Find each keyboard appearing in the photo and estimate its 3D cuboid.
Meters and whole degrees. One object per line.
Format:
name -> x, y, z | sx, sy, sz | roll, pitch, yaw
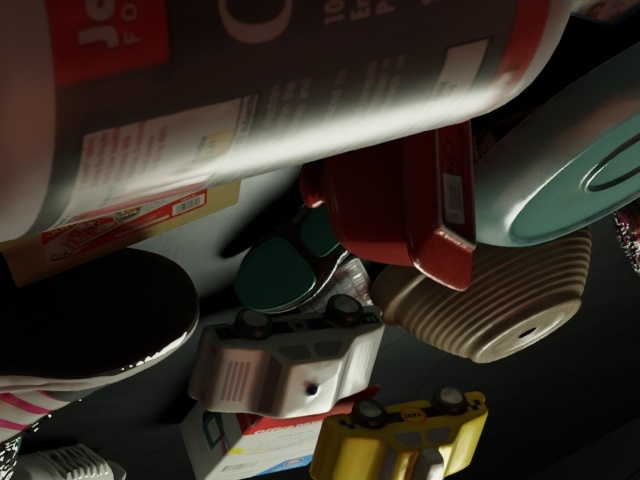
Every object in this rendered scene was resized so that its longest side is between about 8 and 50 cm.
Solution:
keyboard -> 0.022, 0.064, 1.770 | 0.072, 0.014, 0.256 | -26, 163, 2

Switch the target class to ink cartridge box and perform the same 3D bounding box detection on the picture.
ink cartridge box -> -0.044, 0.172, 1.863 | 0.134, 0.078, 0.231 | -8, 157, -27

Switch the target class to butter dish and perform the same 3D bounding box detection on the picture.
butter dish -> 0.042, -0.045, 1.299 | 0.118, 0.159, 0.160 | -6, 169, 18

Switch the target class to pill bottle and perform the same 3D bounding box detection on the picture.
pill bottle -> -0.092, -0.115, 0.732 | 0.363, 0.210, 0.210 | -17, 161, -28

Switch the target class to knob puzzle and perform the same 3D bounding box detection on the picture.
knob puzzle -> -0.136, -0.041, 1.203 | 0.213, 0.030, 0.213 | -23, 163, -7

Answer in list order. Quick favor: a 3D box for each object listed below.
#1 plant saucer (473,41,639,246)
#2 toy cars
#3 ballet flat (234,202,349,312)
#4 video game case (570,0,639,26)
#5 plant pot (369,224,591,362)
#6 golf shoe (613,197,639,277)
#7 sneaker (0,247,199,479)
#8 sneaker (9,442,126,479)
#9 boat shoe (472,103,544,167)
plant saucer -> 0.249, -0.082, 1.477 | 0.318, 0.043, 0.317 | -27, 163, -9
toy cars -> 0.036, 0.167, 1.722 | 0.176, 0.087, 0.394 | -43, 136, 7
ballet flat -> 0.000, 0.000, 1.472 | 0.070, 0.070, 0.188 | -10, 161, -41
video game case -> 0.216, -0.196, 1.268 | 0.119, 0.015, 0.166 | -35, 161, 28
plant pot -> 0.176, 0.045, 1.758 | 0.237, 0.109, 0.237 | -25, 163, -8
golf shoe -> 0.365, -0.010, 1.948 | 0.086, 0.067, 0.186 | -28, 163, 1
sneaker -> -0.227, 0.108, 1.347 | 0.296, 0.123, 0.178 | -16, 157, -5
sneaker -> -0.264, 0.240, 1.799 | 0.095, 0.090, 0.235 | -44, 164, -3
boat shoe -> 0.142, -0.074, 1.479 | 0.135, 0.050, 0.045 | -30, 155, -4
